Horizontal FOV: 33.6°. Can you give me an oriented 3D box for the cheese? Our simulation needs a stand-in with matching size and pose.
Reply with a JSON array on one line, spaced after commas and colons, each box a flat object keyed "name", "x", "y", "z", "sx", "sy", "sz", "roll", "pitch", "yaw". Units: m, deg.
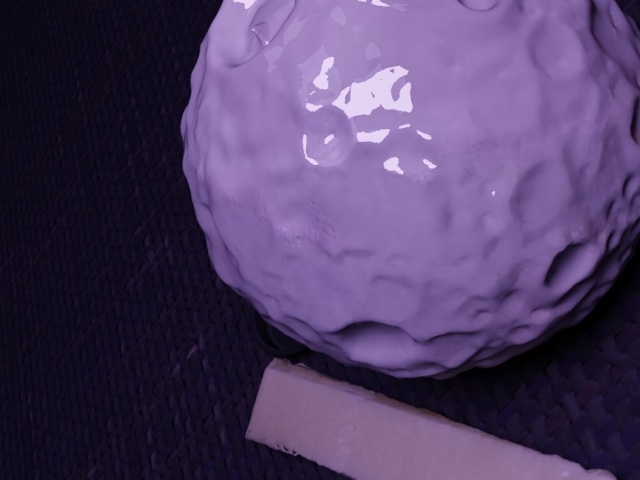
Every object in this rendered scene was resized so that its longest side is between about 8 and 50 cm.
[{"name": "cheese", "x": 0.063, "y": 0.167, "z": 0.839, "sx": 0.400, "sy": 0.034, "sz": 0.085, "roll": 10, "pitch": 74, "yaw": 52}]

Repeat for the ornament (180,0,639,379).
[{"name": "ornament", "x": 0.060, "y": -0.073, "z": 0.743, "sx": 0.337, "sy": 0.337, "sz": 0.337, "roll": -27, "pitch": 52, "yaw": 40}]

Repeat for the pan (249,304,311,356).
[{"name": "pan", "x": 0.000, "y": 0.000, "z": 1.007, "sx": 0.136, "sy": 0.028, "sz": 0.235, "roll": 10, "pitch": 80, "yaw": 52}]
